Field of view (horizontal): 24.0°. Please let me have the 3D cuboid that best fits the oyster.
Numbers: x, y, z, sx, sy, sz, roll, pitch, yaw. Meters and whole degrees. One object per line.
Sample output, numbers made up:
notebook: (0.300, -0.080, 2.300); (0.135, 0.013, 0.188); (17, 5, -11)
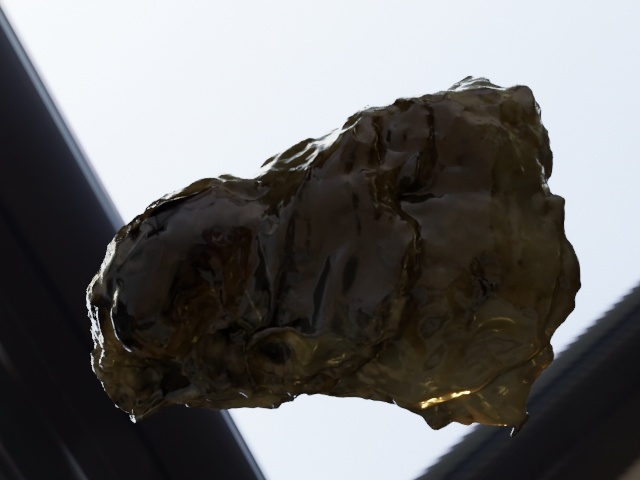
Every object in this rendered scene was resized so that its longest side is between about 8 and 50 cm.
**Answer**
oyster: (-0.006, 0.015, 0.662); (0.232, 0.107, 0.161); (-20, -118, 20)
